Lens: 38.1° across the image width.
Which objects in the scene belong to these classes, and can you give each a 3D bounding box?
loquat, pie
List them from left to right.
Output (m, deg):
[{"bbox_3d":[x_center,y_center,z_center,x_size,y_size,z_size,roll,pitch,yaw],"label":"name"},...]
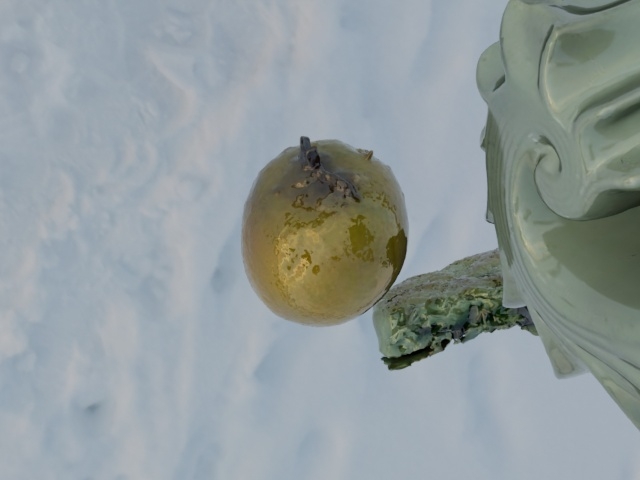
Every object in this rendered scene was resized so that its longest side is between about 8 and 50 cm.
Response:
[{"bbox_3d":[0.000,0.000,0.849,0.150,0.172,0.204,6,137,-11],"label":"loquat"},{"bbox_3d":[0.228,0.048,0.977,0.296,0.371,0.078,-28,101,-43],"label":"pie"}]

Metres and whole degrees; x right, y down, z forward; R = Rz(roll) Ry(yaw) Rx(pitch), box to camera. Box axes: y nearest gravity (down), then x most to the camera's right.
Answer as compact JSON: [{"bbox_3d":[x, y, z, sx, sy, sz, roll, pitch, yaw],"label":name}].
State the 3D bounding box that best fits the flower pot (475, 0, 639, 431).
[{"bbox_3d":[0.230,0.010,0.470,0.165,0.367,0.254,-26,126,-17],"label":"flower pot"}]
